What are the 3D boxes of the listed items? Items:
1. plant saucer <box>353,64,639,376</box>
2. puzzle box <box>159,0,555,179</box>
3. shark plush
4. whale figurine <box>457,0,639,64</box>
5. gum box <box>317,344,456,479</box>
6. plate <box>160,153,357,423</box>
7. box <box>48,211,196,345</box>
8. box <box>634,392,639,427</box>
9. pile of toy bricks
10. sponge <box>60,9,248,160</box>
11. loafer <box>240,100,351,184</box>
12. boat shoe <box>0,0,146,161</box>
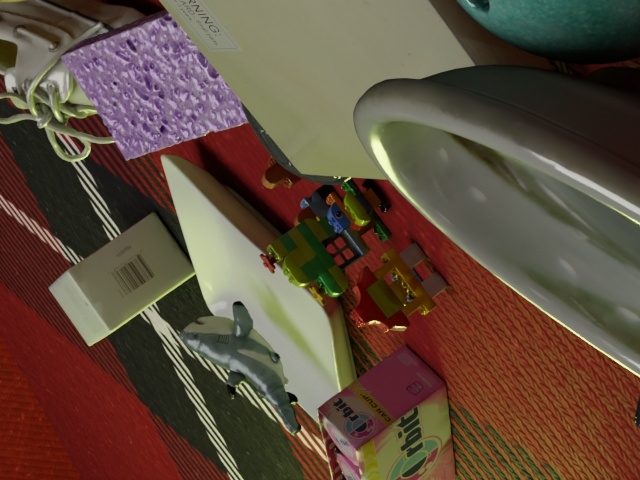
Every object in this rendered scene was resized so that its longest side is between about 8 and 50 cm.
[{"bbox_3d":[0.207,0.007,1.058,0.400,0.100,0.400,34,174,4],"label":"plant saucer"},{"bbox_3d":[-0.025,-0.191,1.259,0.272,0.052,0.409,7,144,50],"label":"puzzle box"},{"bbox_3d":[-0.075,0.141,2.054,0.161,0.067,0.073,53,162,7],"label":"shark plush"},{"bbox_3d":[0.125,-0.180,0.935,0.216,0.141,0.272,45,169,10],"label":"whale figurine"},{"bbox_3d":[0.066,0.198,1.874,0.062,0.107,0.188,43,159,32],"label":"gum box"},{"bbox_3d":[-0.048,0.060,2.024,0.278,0.045,0.277,43,160,34],"label":"plate"},{"bbox_3d":[-0.240,0.048,2.355,0.091,0.130,0.170,55,162,-2],"label":"box"},{"bbox_3d":[0.262,0.139,1.406,0.083,0.018,0.067,47,161,24],"label":"box"},{"bbox_3d":[0.000,0.000,1.688,0.212,0.105,0.118,53,163,6],"label":"pile of toy bricks"},{"bbox_3d":[-0.131,-0.145,1.747,0.210,0.031,0.117,-14,113,44],"label":"sponge"},{"bbox_3d":[-0.009,-0.161,1.490,0.109,0.095,0.302,12,149,21],"label":"loafer"},{"bbox_3d":[-0.255,-0.160,1.923,0.367,0.156,0.136,30,159,37],"label":"boat shoe"}]
